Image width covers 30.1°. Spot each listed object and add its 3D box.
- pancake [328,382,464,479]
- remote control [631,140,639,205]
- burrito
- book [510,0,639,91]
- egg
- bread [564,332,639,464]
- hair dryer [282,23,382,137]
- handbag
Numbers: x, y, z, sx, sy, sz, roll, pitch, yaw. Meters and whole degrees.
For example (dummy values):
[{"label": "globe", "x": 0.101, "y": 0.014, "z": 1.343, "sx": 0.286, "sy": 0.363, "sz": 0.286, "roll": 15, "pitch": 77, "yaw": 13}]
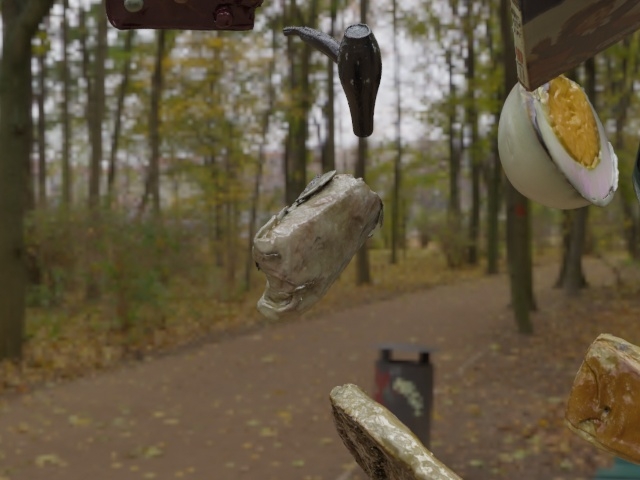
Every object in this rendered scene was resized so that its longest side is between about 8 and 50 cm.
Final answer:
[{"label": "pancake", "x": 0.123, "y": 0.300, "z": 1.394, "sx": 0.065, "sy": 0.356, "sz": 0.356, "roll": -38, "pitch": 12, "yaw": -14}, {"label": "remote control", "x": 0.495, "y": -0.177, "z": 1.710, "sx": 0.038, "sy": 0.285, "sz": 0.123, "roll": 0, "pitch": 36, "yaw": -1}, {"label": "burrito", "x": 0.003, "y": -0.011, "z": 1.744, "sx": 0.107, "sy": 0.175, "sz": 0.348, "roll": 23, "pitch": 33, "yaw": 18}, {"label": "book", "x": 0.389, "y": -0.355, "z": 1.580, "sx": 0.300, "sy": 0.039, "sz": 0.428, "roll": -30, "pitch": -17, "yaw": 4}, {"label": "egg", "x": 0.397, "y": -0.167, "z": 2.139, "sx": 0.174, "sy": 0.264, "sz": 0.286, "roll": -22, "pitch": -29, "yaw": 32}, {"label": "bread", "x": 0.569, "y": 0.304, "z": 2.187, "sx": 0.235, "sy": 0.210, "sz": 0.099, "roll": 29, "pitch": 23, "yaw": 36}, {"label": "hair dryer", "x": 0.014, "y": -0.286, "z": 1.907, "sx": 0.075, "sy": 0.195, "sz": 0.219, "roll": -32, "pitch": 50, "yaw": -26}, {"label": "handbag", "x": -0.175, "y": -0.365, "z": 1.535, "sx": 0.216, "sy": 0.203, "sz": 0.074, "roll": 1, "pitch": 40, "yaw": -8}]
